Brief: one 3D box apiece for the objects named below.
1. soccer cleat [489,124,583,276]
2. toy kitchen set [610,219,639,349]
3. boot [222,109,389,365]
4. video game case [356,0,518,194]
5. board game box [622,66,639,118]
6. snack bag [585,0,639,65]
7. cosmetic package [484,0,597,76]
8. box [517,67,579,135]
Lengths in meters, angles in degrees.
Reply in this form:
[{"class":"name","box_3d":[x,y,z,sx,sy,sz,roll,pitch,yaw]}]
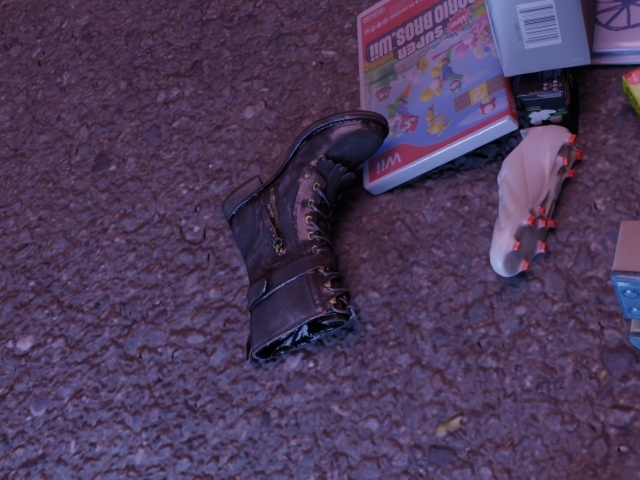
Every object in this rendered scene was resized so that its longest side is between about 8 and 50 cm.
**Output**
[{"class":"soccer cleat","box_3d":[0.219,-0.044,1.052,0.076,0.068,0.196,10,59,37]},{"class":"toy kitchen set","box_3d":[0.367,0.072,0.839,0.207,0.166,0.122,1,61,27]},{"class":"boot","box_3d":[0.000,0.000,1.111,0.263,0.091,0.229,-37,50,23]},{"class":"video game case","box_3d":[0.133,-0.213,1.182,0.204,0.025,0.285,-25,51,33]},{"class":"board game box","box_3d":[0.424,-0.173,1.026,0.181,0.043,0.092,-27,69,9]},{"class":"snack bag","box_3d":[0.330,-0.356,1.205,0.323,0.037,0.343,1,62,26]},{"class":"cosmetic package","box_3d":[0.251,-0.305,1.076,0.107,0.127,0.238,-7,41,22]},{"class":"box","box_3d":[0.257,-0.163,1.090,0.052,0.083,0.062,-2,59,25]}]
